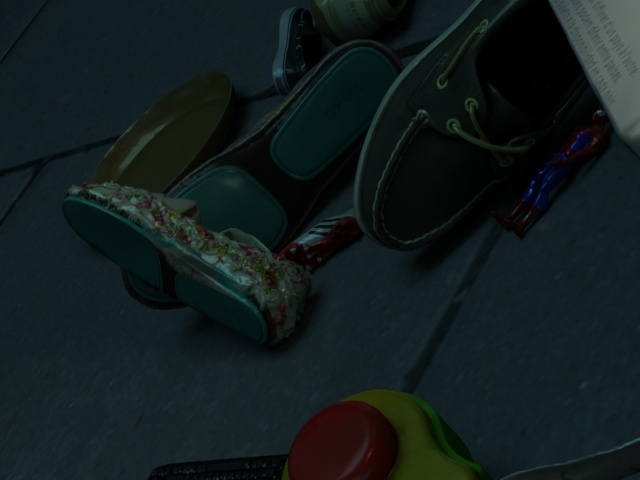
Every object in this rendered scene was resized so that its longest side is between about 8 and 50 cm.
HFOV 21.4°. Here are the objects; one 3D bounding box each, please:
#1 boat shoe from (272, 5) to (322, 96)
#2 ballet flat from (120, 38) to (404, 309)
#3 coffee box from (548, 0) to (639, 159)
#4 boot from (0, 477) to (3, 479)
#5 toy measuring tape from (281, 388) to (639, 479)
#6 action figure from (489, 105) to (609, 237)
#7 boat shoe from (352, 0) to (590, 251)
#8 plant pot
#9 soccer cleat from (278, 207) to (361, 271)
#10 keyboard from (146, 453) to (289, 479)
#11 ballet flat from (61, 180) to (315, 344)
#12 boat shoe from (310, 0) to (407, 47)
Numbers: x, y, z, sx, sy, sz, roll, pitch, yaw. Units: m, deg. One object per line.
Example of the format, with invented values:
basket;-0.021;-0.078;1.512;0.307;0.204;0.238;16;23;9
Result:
boat shoe;-0.018;-0.196;1.733;0.040;0.049;0.142;-14;36;18
ballet flat;-0.045;-0.054;1.512;0.316;0.107;0.106;-40;5;1
coffee box;0.315;-0.105;0.705;0.334;0.338;0.337;-38;26;16
boot;-0.343;0.262;1.485;0.069;0.086;0.190;-29;30;33
toy measuring tape;0.088;0.123;0.998;0.330;0.121;0.121;-26;30;21
action figure;0.172;-0.054;1.230;0.115;0.030;0.038;-45;19;-3
boat shoe;0.131;-0.113;1.245;0.305;0.109;0.091;-54;19;10
plant pot;-0.173;-0.085;1.817;0.236;0.032;0.236;-35;26;20
soccer cleat;0.000;0.000;1.419;0.083;0.029;0.035;-32;19;22
keyboard;-0.096;0.204;1.261;0.180;0.023;0.108;-14;39;50
ballet flat;-0.107;0.010;1.413;0.241;0.091;0.077;31;54;23
boat shoe;0.073;-0.315;1.713;0.089;0.104;0.285;-16;48;40
